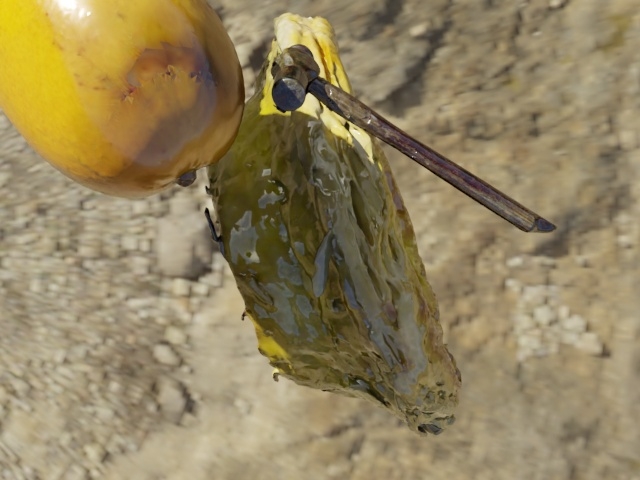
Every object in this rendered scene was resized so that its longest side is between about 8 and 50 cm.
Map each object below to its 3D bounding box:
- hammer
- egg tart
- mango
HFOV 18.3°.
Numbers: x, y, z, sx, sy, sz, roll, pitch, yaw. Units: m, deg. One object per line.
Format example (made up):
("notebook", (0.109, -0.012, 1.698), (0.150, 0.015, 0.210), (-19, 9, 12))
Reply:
("hammer", (0.049, -0.047, 1.067), (0.178, 0.065, 0.021), (33, 114, -5))
("egg tart", (0.000, 0.000, 1.251), (0.116, 0.295, 0.294), (-22, 96, 5))
("mango", (-0.125, -0.110, 1.043), (0.112, 0.219, 0.145), (-28, 142, -19))
